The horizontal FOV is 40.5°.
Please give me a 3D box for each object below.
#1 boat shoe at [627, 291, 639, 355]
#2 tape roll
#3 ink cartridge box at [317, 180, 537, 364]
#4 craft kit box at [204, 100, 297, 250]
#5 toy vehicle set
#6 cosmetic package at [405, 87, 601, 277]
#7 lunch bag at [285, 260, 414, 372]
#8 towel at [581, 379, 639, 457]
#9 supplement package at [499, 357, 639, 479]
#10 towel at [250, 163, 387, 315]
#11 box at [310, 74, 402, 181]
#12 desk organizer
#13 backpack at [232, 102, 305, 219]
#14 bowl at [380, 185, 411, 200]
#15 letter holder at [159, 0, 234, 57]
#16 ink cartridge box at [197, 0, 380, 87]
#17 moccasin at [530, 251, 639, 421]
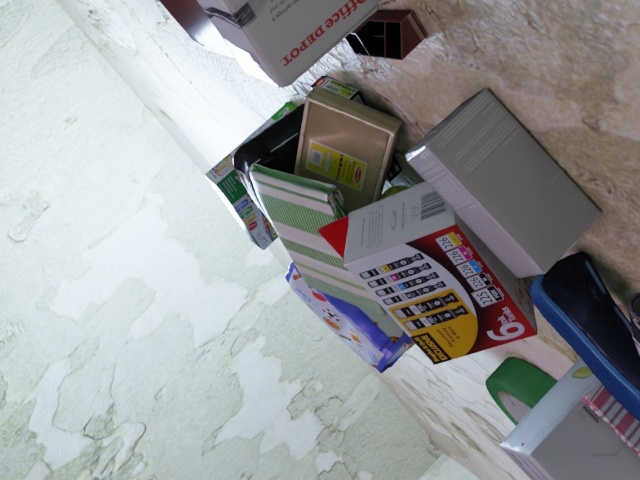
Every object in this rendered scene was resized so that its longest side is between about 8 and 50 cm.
[{"bbox_3d":[0.509,0.144,1.074,0.301,0.108,0.102,37,163,54],"label":"boat shoe"},{"bbox_3d":[0.527,0.409,2.004,0.321,0.077,0.321,44,169,11],"label":"tape roll"},{"bbox_3d":[0.179,0.067,1.479,0.309,0.272,0.130,47,-146,-34],"label":"ink cartridge box"},{"bbox_3d":[-0.100,-0.138,1.921,0.061,0.246,0.250,35,165,40],"label":"craft kit box"},{"bbox_3d":[0.039,-0.141,1.562,0.166,0.035,0.267,24,142,9],"label":"toy vehicle set"},{"bbox_3d":[0.248,-0.075,1.183,0.238,0.127,0.107,49,168,-5],"label":"cosmetic package"},{"bbox_3d":[0.105,0.139,2.077,0.328,0.239,0.385,43,-171,13],"label":"lunch bag"},{"bbox_3d":[0.516,0.264,1.347,0.197,0.144,0.029,46,164,-1],"label":"towel"},{"bbox_3d":[0.469,0.322,1.421,0.204,0.262,0.145,46,168,0],"label":"supplement package"},{"bbox_3d":[0.000,0.000,1.650,0.248,0.038,0.325,18,147,44],"label":"towel"},{"bbox_3d":[0.068,-0.206,1.604,0.114,0.036,0.207,34,164,48],"label":"box"},{"bbox_3d":[0.086,-0.287,1.208,0.047,0.050,0.130,52,167,-29],"label":"desk organizer"},{"bbox_3d":[-0.041,-0.130,1.782,0.253,0.225,0.191,56,174,-31],"label":"backpack"},{"bbox_3d":[0.179,0.052,1.691,0.289,0.156,0.289,39,157,20],"label":"bowl"},{"bbox_3d":[-0.149,-0.414,1.374,0.214,0.152,0.302,50,168,-32],"label":"letter holder"},{"bbox_3d":[-0.070,-0.366,1.120,0.114,0.197,0.273,34,164,52],"label":"ink cartridge box"},{"bbox_3d":[0.459,0.161,1.263,0.342,0.117,0.138,50,174,0],"label":"moccasin"}]
